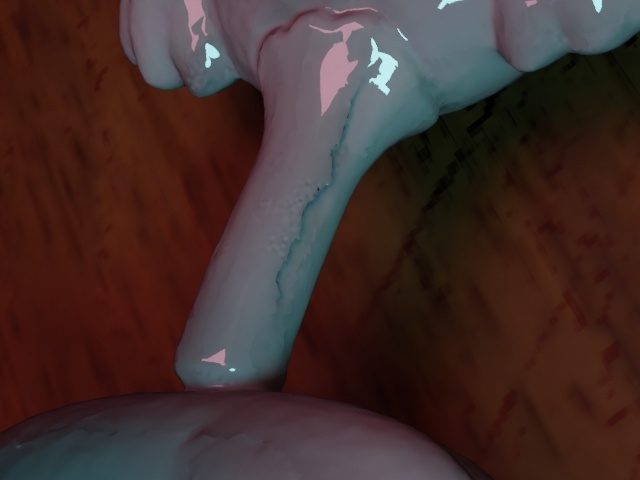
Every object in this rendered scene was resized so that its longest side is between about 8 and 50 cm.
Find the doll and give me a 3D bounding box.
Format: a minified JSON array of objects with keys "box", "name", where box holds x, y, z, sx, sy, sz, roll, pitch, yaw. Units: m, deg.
[{"box":[-0.001,0.000,0.448,0.160,0.094,0.365,-1,65,34],"name":"doll"}]
